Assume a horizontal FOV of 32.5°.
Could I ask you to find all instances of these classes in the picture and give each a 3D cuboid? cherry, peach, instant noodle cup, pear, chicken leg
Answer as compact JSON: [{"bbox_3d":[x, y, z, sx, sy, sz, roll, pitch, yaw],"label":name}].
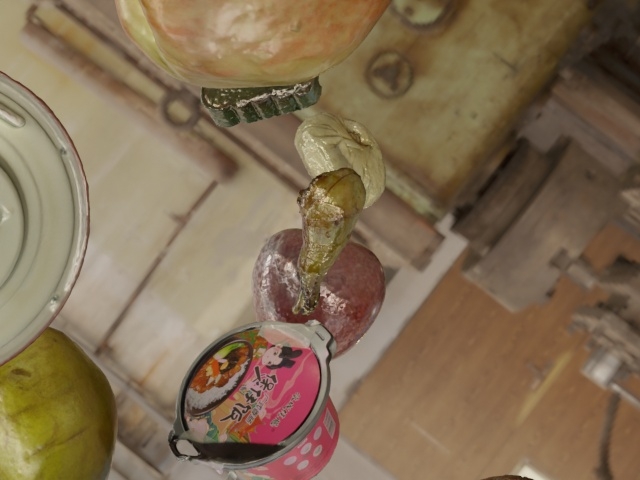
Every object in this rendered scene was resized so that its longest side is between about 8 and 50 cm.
[{"bbox_3d":[-0.006,0.082,1.952,0.236,0.285,0.213,23,179,19],"label":"cherry"},{"bbox_3d":[-0.039,-0.235,0.869,0.232,0.256,0.232,162,90,-76],"label":"peach"},{"bbox_3d":[-0.078,0.282,1.749,0.258,0.302,0.181,60,179,44],"label":"instant noodle cup"},{"bbox_3d":[-0.415,0.280,1.586,0.269,0.321,0.269,2,175,0],"label":"pear"},{"bbox_3d":[0.000,0.000,1.215,0.070,0.178,0.093,4,-157,-18],"label":"chicken leg"}]

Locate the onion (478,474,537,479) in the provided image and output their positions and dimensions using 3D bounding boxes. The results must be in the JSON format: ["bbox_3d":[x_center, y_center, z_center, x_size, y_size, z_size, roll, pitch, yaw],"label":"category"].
[{"bbox_3d":[0.191,0.347,1.101,0.173,0.198,0.135,13,-165,26],"label":"onion"}]

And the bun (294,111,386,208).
[{"bbox_3d":[0.041,-0.140,1.869,0.188,0.111,0.164,56,-150,-8],"label":"bun"}]

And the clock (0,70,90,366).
[{"bbox_3d":[-0.362,-0.012,0.998,0.318,0.318,0.080,40,168,-34],"label":"clock"}]

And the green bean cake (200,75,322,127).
[{"bbox_3d":[-0.092,-0.265,1.628,0.094,0.173,0.181,59,-161,-67],"label":"green bean cake"}]

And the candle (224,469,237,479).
[{"bbox_3d":[-0.189,0.431,1.260,0.221,0.342,0.221,27,158,12],"label":"candle"}]
